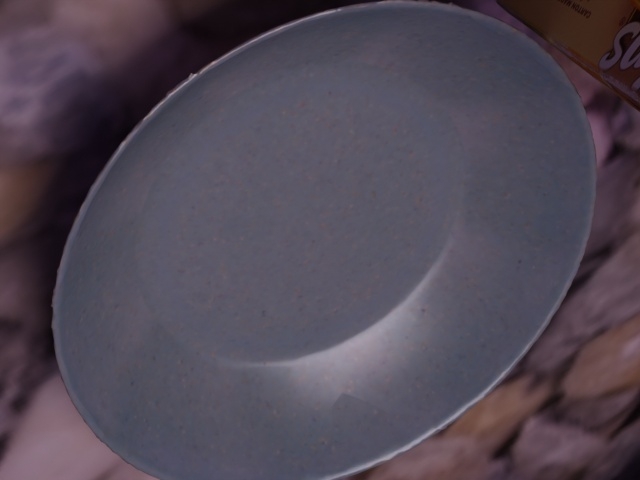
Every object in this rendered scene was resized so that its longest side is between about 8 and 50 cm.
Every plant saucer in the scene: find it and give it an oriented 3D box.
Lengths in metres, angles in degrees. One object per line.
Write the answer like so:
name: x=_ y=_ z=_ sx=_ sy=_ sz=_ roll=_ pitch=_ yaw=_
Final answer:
plant saucer: x=0.000 y=0.000 z=0.564 sx=0.194 sy=0.037 sz=0.195 roll=-14 pitch=129 yaw=-18

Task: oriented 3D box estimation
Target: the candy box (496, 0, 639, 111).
candy box: x=0.224 y=-0.011 z=0.548 sx=0.316 sy=0.183 sz=0.088 roll=30 pitch=102 yaw=-21
